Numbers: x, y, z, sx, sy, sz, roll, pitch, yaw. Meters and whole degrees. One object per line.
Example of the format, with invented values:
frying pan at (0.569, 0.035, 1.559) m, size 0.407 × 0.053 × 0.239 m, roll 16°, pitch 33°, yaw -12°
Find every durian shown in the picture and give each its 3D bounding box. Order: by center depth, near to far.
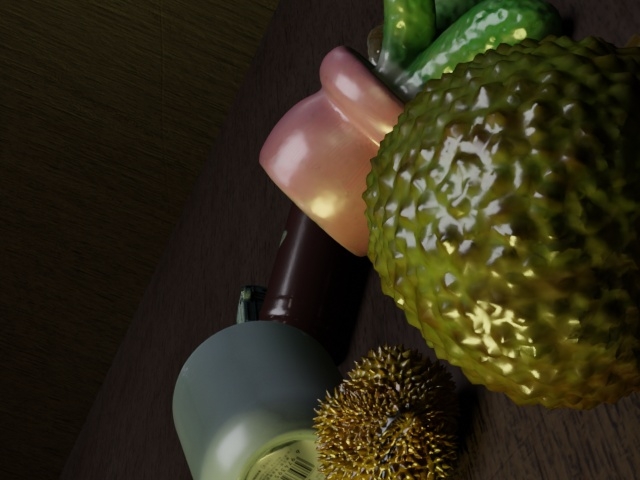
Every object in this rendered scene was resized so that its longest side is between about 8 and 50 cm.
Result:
durian at (0.066, 0.176, 1.454) m, size 0.168 × 0.137 × 0.158 m, roll 162°, pitch 119°, yaw -72°

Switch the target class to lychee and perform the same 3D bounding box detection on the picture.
lychee at (0.168, -0.012, 1.047) m, size 0.320 × 0.270 × 0.270 m, roll -11°, pitch 58°, yaw 70°

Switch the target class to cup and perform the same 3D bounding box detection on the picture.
cup at (-0.047, 0.226, 1.679) m, size 0.312 × 0.205 × 0.205 m, roll -129°, pitch 62°, yaw -73°

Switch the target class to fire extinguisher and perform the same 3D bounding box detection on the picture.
fire extinguisher at (0.000, 0.000, 2.028) m, size 0.135 × 0.114 × 0.337 m, roll -10°, pitch 55°, yaw 47°

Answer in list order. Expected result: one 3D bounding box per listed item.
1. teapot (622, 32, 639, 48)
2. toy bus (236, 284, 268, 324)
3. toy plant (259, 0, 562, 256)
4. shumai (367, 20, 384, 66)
teapot at (0.258, -0.135, 1.372) m, size 0.110 × 0.085 × 0.080 m, roll -43°, pitch -8°, yaw -14°
toy bus at (-0.083, 0.137, 2.238) m, size 0.194 × 0.087 × 0.089 m, roll -102°, pitch 26°, yaw -65°
toy plant at (0.098, -0.166, 1.732) m, size 0.356 × 0.210 × 0.317 m, roll -53°, pitch 14°, yaw 9°
shumai at (0.123, -0.223, 1.956) m, size 0.116 × 0.145 × 0.145 m, roll 93°, pitch -176°, yaw -45°
